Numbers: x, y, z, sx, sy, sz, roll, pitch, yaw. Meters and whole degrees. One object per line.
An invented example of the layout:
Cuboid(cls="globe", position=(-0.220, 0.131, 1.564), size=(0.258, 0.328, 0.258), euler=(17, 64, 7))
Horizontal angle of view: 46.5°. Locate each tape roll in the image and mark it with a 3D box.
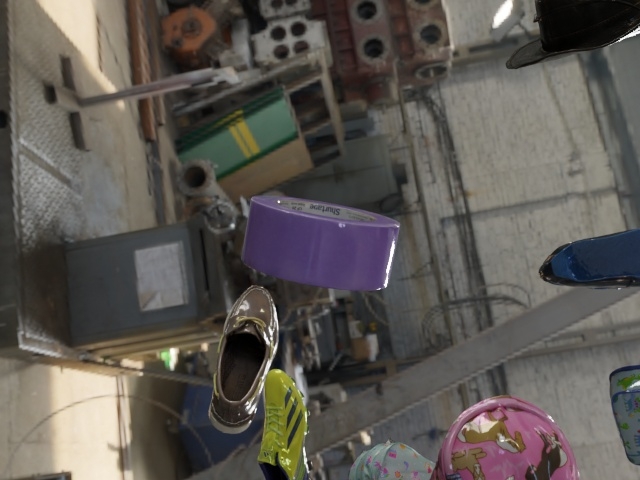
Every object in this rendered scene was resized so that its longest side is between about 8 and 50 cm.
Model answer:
Cuboid(cls="tape roll", position=(0.000, 0.000, 0.929), size=(0.189, 0.188, 0.080), euler=(-69, 168, -81))

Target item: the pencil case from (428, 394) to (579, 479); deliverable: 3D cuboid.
Cuboid(cls="pencil case", position=(0.209, 0.351, 0.980), size=(0.160, 0.167, 0.386), euler=(36, -27, 20))

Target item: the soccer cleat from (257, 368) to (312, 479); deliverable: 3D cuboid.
Cuboid(cls="soccer cleat", position=(-0.089, 0.428, 1.616), size=(0.121, 0.093, 0.289), euler=(-7, 89, -44))

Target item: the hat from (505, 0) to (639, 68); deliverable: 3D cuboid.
Cuboid(cls="hat", position=(0.450, -0.401, 1.228), size=(0.331, 0.331, 0.134), euler=(-83, 152, -74))

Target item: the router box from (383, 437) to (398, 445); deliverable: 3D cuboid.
Cuboid(cls="router box", position=(0.167, 0.455, 1.440), size=(0.092, 0.038, 0.123), euler=(17, -47, 55))

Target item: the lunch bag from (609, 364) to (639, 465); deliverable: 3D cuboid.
Cuboid(cls="lunch bag", position=(0.672, 0.343, 1.462), size=(0.219, 0.176, 0.090), euler=(65, 28, -25))

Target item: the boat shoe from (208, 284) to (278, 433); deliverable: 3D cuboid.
Cuboid(cls="boat shoe", position=(-0.143, 0.208, 1.445), size=(0.097, 0.116, 0.325), euler=(106, -3, -47))

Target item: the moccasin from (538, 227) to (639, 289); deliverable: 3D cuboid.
Cuboid(cls="moccasin", position=(0.611, 0.037, 1.550), size=(0.117, 0.341, 0.138), euler=(142, -51, -68))

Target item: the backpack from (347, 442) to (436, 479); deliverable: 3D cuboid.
Cuboid(cls="backpack", position=(0.140, 0.420, 1.266), size=(0.115, 0.182, 0.152), euler=(-44, -166, 46))
